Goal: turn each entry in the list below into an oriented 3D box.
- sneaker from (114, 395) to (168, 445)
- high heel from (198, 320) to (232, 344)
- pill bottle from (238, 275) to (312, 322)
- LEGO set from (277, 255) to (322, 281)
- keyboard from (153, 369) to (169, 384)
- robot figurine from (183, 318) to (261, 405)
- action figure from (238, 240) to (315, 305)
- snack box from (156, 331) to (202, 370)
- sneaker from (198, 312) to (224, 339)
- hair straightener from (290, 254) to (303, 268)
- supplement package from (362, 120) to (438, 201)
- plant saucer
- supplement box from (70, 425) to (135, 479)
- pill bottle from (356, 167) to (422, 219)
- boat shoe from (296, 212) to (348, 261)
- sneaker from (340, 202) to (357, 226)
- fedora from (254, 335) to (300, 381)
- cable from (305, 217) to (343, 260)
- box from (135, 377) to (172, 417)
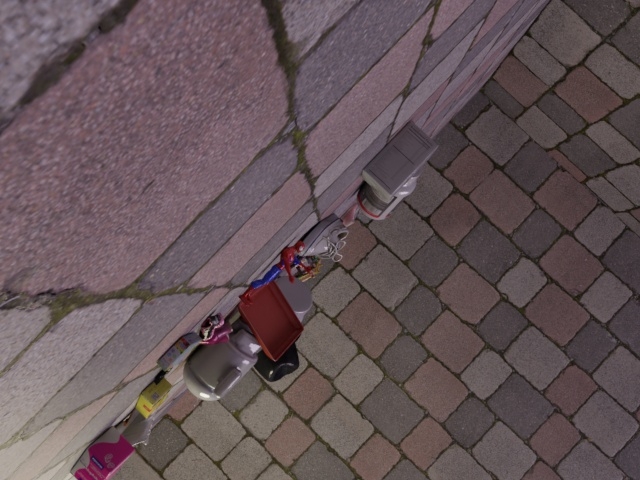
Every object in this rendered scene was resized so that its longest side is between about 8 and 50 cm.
[{"bbox_3d":[-0.634,0.658,1.877,0.262,0.121,0.099,-44,177,-24],"label":"sneaker"},{"bbox_3d":[-0.365,0.320,1.755,0.117,0.082,0.244,-20,178,-20],"label":"high heel"},{"bbox_3d":[-0.214,0.340,2.351,0.392,0.224,0.224,-48,176,37],"label":"pill bottle"},{"bbox_3d":[-0.074,0.114,2.448,0.132,0.107,0.287,-5,-157,46],"label":"LEGO set"},{"bbox_3d":[-0.459,0.379,1.631,0.180,0.023,0.108,-49,-178,23],"label":"keyboard"},{"bbox_3d":[-0.384,0.471,2.018,0.353,0.200,0.300,-46,-152,4],"label":"robot figurine"},{"bbox_3d":[-0.130,0.129,1.774,0.280,0.139,0.091,-49,177,5],"label":"action figure"},{"bbox_3d":[-0.394,0.311,1.480,0.100,0.037,0.141,-47,176,-4],"label":"snack box"},{"bbox_3d":[-0.341,0.261,1.575,0.057,0.047,0.119,-4,142,-51],"label":"sneaker"},{"bbox_3d":[-0.071,0.045,2.238,0.230,0.047,0.089,-42,177,9],"label":"hair straightener"},{"bbox_3d":[0.279,-0.278,1.861,0.244,0.139,0.134,-45,175,-1],"label":"supplement package"},{"bbox_3d":[-0.198,0.305,2.044,0.048,0.259,0.258,-28,-174,31],"label":"plant saucer"},{"bbox_3d":[-0.721,0.727,1.735,0.220,0.111,0.114,-50,174,35],"label":"supplement box"},{"bbox_3d":[0.286,-0.229,2.166,0.176,0.176,0.318,-44,176,-32],"label":"pill bottle"},{"bbox_3d":[0.031,0.013,2.067,0.136,0.156,0.367,-48,176,24],"label":"boat shoe"},{"bbox_3d":[0.159,-0.125,2.671,0.134,0.070,0.051,-47,174,-5],"label":"sneaker"},{"bbox_3d":[-0.187,0.504,2.229,0.334,0.152,0.334,-26,158,-11],"label":"fedora"},{"bbox_3d":[0.000,0.000,2.596,0.139,0.072,0.287,-9,134,-55],"label":"cable"},{"bbox_3d":[-0.562,0.527,1.763,0.087,0.058,0.232,-44,176,-38],"label":"box"}]
